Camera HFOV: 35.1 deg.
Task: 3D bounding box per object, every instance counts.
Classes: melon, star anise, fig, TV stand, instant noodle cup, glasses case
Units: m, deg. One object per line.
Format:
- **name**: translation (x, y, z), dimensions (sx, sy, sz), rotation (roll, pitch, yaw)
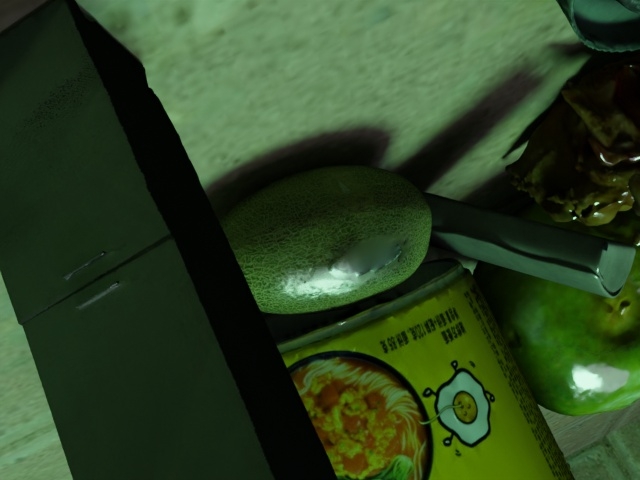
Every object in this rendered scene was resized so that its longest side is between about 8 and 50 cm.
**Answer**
- **melon**: translation (0.000, 0.000, 0.699), dimensions (0.162, 0.099, 0.099), rotation (-13, 153, -21)
- **star anise**: translation (0.244, -0.067, 0.734), dimensions (0.237, 0.148, 0.346), rotation (-24, -174, 20)
- **fig**: translation (0.218, 0.059, 0.961), dimensions (0.206, 0.206, 0.275), rotation (-22, -179, -14)
- **TV stand**: translation (-0.081, 0.027, 0.450), dimensions (0.082, 0.270, 0.088), rotation (-31, 158, 9)
- **instant noodle cup**: translation (0.041, 0.172, 0.801), dimensions (0.325, 0.254, 0.325), rotation (-19, -178, 1)
- **glasses case**: translation (0.132, -0.004, 0.753), dimensions (0.072, 0.190, 0.042), rotation (20, 88, -52)

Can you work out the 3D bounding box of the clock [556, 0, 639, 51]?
- **clock**: translation (0.236, -0.203, 0.611), dimensions (0.215, 0.042, 0.215), rotation (-23, 156, -11)
